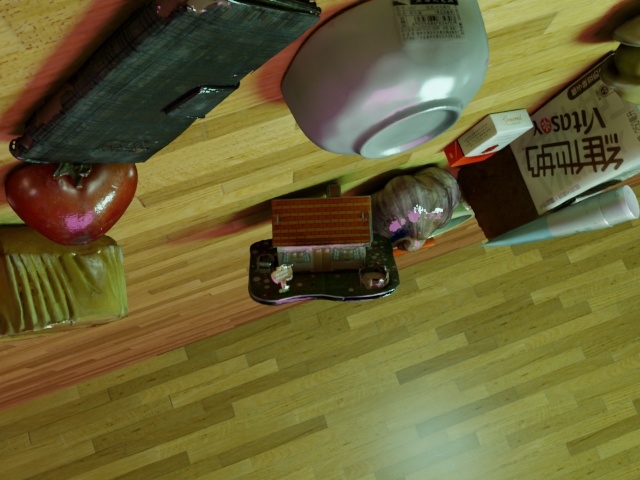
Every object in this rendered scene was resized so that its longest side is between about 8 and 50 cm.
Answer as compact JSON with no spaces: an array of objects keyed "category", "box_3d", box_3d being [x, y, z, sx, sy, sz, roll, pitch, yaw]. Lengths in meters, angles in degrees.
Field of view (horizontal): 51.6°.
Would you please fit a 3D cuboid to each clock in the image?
[{"category":"clock","box_3d":[0.297,-0.072,1.733,0.307,0.096,0.235,-15,167,-25]}]

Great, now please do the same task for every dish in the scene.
[{"category":"dish","box_3d":[0.087,-0.178,0.791,0.256,0.117,0.256,-20,170,-4]}]

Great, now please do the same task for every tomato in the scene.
[{"category":"tomato","box_3d":[-0.296,-0.044,0.819,0.159,0.091,0.139,-16,170,-31]}]

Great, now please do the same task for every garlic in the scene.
[{"category":"garlic","box_3d":[0.195,-0.059,1.446,0.244,0.161,0.245,-20,168,-4]}]

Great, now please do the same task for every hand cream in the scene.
[{"category":"hand cream","box_3d":[0.483,-0.027,1.361,0.111,0.070,0.312,-5,166,-46]}]

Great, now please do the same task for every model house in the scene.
[{"category":"model house","box_3d":[0.001,-0.001,1.268,0.293,0.207,0.154,-3,123,-1]}]

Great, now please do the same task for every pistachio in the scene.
[{"category":"pistachio","box_3d":[0.563,-0.296,1.012,0.287,0.197,0.166,-5,121,-19]}]

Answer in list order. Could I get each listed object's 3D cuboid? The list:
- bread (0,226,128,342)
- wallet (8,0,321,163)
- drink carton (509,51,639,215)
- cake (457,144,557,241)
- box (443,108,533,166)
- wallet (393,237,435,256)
[{"category":"bread","box_3d":[-0.419,0.064,0.975,0.204,0.156,0.288,-16,174,25]},{"category":"wallet","box_3d":[-0.159,-0.154,0.652,0.317,0.044,0.169,-28,168,37]},{"category":"drink carton","box_3d":[0.522,-0.199,1.264,0.131,0.194,0.324,-14,168,-24]},{"category":"cake","box_3d":[0.480,-0.125,1.578,0.196,0.199,0.293,-33,168,30]},{"category":"box","box_3d":[0.329,-0.201,1.307,0.100,0.048,0.152,-12,168,-29]},{"category":"wallet","box_3d":[0.202,0.000,1.873,0.204,0.045,0.142,-14,-149,-30]}]
